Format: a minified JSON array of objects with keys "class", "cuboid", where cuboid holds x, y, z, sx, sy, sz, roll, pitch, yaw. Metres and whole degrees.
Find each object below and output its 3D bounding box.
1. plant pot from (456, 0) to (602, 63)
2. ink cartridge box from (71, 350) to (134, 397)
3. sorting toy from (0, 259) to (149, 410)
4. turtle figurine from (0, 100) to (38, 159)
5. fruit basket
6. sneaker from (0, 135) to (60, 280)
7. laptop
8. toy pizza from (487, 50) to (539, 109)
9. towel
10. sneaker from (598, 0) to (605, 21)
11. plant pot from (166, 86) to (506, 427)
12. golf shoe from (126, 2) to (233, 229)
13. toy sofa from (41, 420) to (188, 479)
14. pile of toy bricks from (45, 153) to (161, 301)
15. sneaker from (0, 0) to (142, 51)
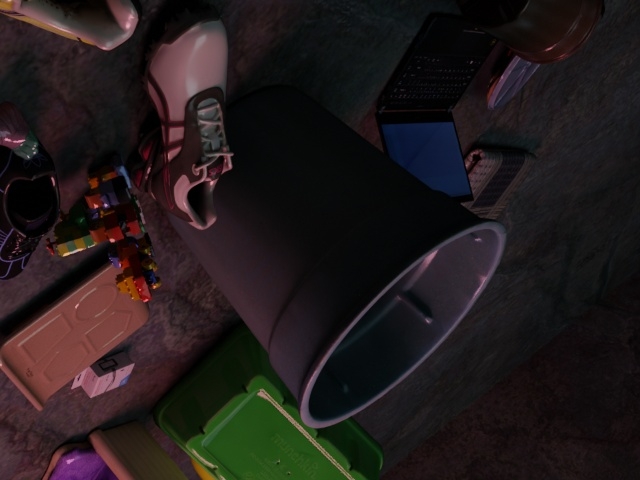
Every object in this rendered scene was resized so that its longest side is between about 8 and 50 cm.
[{"class":"plant pot","cuboid":[0.286,-0.346,1.493,0.165,0.167,0.167,4,128,-51]},{"class":"ink cartridge box","cuboid":[-0.318,0.198,1.546,0.083,0.028,0.048,-19,146,-45]},{"class":"sorting toy","cuboid":[-0.324,0.116,1.396,0.208,0.038,0.193,-42,158,-17]},{"class":"turtle figurine","cuboid":[-0.369,-0.049,0.905,0.234,0.175,0.118,-38,140,-37]},{"class":"fruit basket","cuboid":[-0.102,0.346,1.846,0.283,0.392,0.392,-44,157,-1]},{"class":"sneaker","cuboid":[-0.317,-0.022,1.096,0.081,0.090,0.232,-30,152,-32]},{"class":"laptop","cuboid":[0.205,-0.194,1.625,0.234,0.136,0.264,-11,140,-54]},{"class":"toy pizza","cuboid":[0.338,-0.305,1.773,0.201,0.032,0.201,-47,167,-14]},{"class":"towel","cuboid":[0.281,-0.054,2.118,0.324,0.056,0.312,-57,158,21]},{"class":"sneaker","cuboid":[0.440,-0.429,1.686,0.130,0.087,0.227,-43,153,12]},{"class":"plant pot","cuboid":[0.000,0.000,1.354,0.341,0.334,0.341,-36,155,-20]},{"class":"golf shoe","cuboid":[-0.134,-0.135,1.181,0.105,0.120,0.272,-26,149,-34]},{"class":"toy sofa","cuboid":[-0.391,0.480,1.743,0.177,0.150,0.362,-8,137,-57]},{"class":"pile of toy bricks","cuboid":[-0.247,-0.013,1.155,0.105,0.212,0.118,-20,124,-6]},{"class":"sneaker","cuboid":[-0.248,-0.255,0.749,0.145,0.147,0.385,-48,156,11]}]
